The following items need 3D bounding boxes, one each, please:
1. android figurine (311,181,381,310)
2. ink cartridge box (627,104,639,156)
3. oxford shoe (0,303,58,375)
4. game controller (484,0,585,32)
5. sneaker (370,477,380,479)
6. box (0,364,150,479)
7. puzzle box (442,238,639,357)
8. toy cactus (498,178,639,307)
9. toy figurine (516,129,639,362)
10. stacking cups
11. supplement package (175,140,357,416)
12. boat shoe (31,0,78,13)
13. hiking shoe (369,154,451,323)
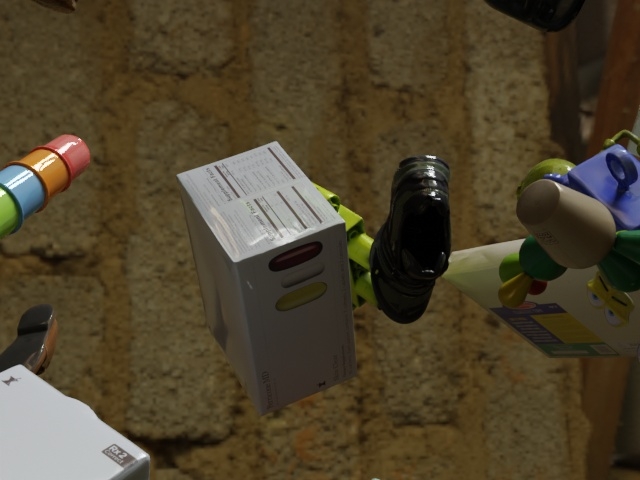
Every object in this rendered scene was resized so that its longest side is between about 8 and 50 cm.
[{"bbox_3d":[0.000,0.000,1.525,0.273,0.056,0.248,33,-28,34],"label":"android figurine"},{"bbox_3d":[0.689,-0.208,1.509,0.385,0.091,0.308,25,-45,22],"label":"ink cartridge box"},{"bbox_3d":[-0.460,0.192,1.597,0.212,0.076,0.076,-76,159,-56],"label":"oxford shoe"},{"bbox_3d":[0.353,-0.471,1.460,0.166,0.067,0.319,35,-69,28],"label":"game controller"},{"bbox_3d":[0.028,0.271,0.654,0.256,0.151,0.094,-64,175,14],"label":"sneaker"},{"bbox_3d":[-0.270,0.224,0.853,0.181,0.182,0.119,26,-55,30],"label":"box"},{"bbox_3d":[0.404,0.085,1.494,0.409,0.272,0.052,-12,-133,57],"label":"puzzle box"},{"bbox_3d":[0.195,0.018,0.702,0.219,0.180,0.112,13,-102,51],"label":"toy cactus"},{"bbox_3d":[0.331,-0.048,1.042,0.217,0.191,0.362,53,4,-46],"label":"toy figurine"},{"bbox_3d":[-0.425,-0.053,1.368,0.316,0.096,0.096,-51,162,-57],"label":"stacking cups"},{"bbox_3d":[-0.066,0.049,1.282,0.204,0.145,0.262,51,-25,46],"label":"supplement package"},{"bbox_3d":[-0.361,-0.339,1.150,0.073,0.207,0.073,-3,-116,48],"label":"boat shoe"},{"bbox_3d":[0.101,0.020,1.151,0.114,0.086,0.227,-86,180,-55],"label":"hiking shoe"}]
